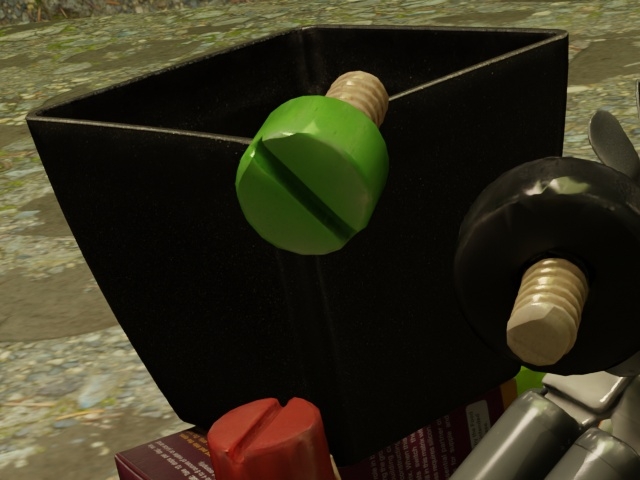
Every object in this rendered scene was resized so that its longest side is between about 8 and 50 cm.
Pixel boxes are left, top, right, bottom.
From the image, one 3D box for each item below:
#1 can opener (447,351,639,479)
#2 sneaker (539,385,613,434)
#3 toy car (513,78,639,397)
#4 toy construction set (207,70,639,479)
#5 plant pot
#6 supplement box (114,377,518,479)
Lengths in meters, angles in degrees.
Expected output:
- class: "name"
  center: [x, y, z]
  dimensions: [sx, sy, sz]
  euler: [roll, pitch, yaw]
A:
- class: "can opener"
  center: [0.086, 0.083, 0.646]
  dimensions: [0.280, 0.093, 0.074]
  euler: [-51, 37, -8]
- class: "sneaker"
  center: [0.157, 0.095, 0.762]
  dimensions: [0.127, 0.126, 0.321]
  euler: [-10, 26, 34]
- class: "toy car"
  center: [0.182, 0.004, 0.999]
  dimensions: [0.149, 0.188, 0.155]
  euler: [-1, 19, 25]
- class: "toy construction set"
  center: [0.053, 0.166, 0.412]
  dimensions: [0.257, 0.309, 0.237]
  euler: [19, 31, 5]
- class: "plant pot"
  center: [0.000, 0.000, 0.788]
  dimensions: [0.188, 0.167, 0.187]
  euler: [-22, 20, -38]
- class: "supplement box"
  center: [0.005, 0.132, 0.823]
  dimensions: [0.188, 0.104, 0.081]
  euler: [-17, 18, -24]
